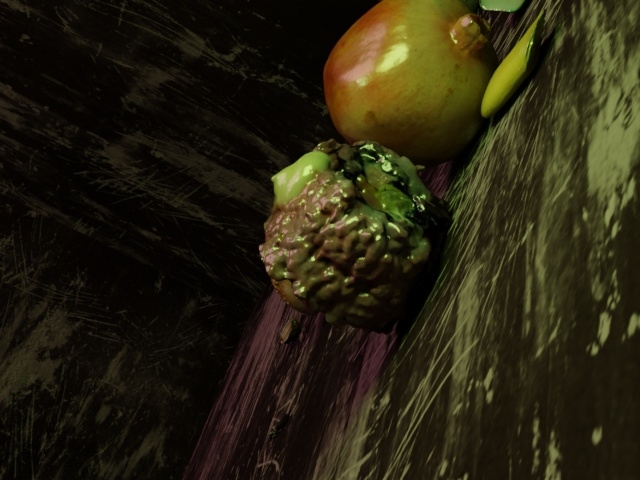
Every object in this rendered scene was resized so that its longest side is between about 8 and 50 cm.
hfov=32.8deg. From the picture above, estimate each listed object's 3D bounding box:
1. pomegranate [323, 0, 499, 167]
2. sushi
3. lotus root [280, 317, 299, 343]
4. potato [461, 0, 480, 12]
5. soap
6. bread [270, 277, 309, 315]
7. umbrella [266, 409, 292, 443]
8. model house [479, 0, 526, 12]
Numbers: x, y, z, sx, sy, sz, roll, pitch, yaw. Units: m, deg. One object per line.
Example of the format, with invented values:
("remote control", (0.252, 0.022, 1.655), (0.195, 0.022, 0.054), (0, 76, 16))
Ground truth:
("pomegranate", (0.138, -0.231, 1.501), (0.270, 0.229, 0.252), (-43, 10, 45))
("sushi", (0.040, -0.018, 1.366), (0.171, 0.237, 0.270), (-52, 6, 25))
("lotus root", (-0.065, 0.205, 2.436), (0.083, 0.030, 0.037), (118, 145, -53))
("potato", (0.264, -0.528, 2.242), (0.191, 0.141, 0.296), (-58, 4, 26))
("soap", (0.246, -0.217, 1.365), (0.168, 0.033, 0.089), (125, 169, -59))
("bread", (0.000, 0.000, 2.081), (0.305, 0.159, 0.305), (-63, 6, 12))
("umbrella", (-0.075, 0.336, 1.946), (0.022, 0.013, 0.122), (-39, -14, -41))
("model house", (0.295, -0.403, 1.642), (0.100, 0.088, 0.100), (-33, -55, -51))
